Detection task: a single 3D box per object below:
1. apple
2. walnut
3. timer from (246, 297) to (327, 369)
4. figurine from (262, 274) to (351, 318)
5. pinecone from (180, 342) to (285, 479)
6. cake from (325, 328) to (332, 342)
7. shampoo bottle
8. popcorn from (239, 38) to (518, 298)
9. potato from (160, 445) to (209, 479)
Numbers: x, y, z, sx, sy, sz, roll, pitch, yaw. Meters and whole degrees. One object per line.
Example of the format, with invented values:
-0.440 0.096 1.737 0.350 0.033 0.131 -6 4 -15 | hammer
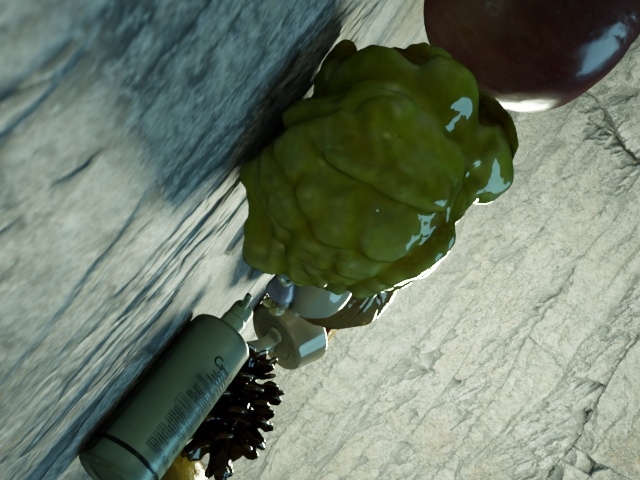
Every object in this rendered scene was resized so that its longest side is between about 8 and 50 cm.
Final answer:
0.267 -0.303 0.902 0.305 0.235 0.306 -56 180 0 | apple
0.031 0.050 1.326 0.228 0.228 0.228 -55 177 -5 | walnut
-0.138 0.233 1.531 0.266 0.175 0.175 -30 163 -32 | timer
0.000 0.000 1.101 0.155 0.127 0.235 -5 131 -26 | figurine
-0.154 0.271 1.175 0.185 0.169 0.212 71 33 -62 | pinecone
-0.027 0.206 2.127 0.196 0.199 0.293 -53 176 13 | cake
-0.158 0.167 0.850 0.262 0.085 0.085 -53 176 -37 | shampoo bottle
0.041 -0.059 0.646 0.255 0.195 0.256 -46 177 9 | popcorn
-0.276 0.441 1.334 0.178 0.203 0.158 -25 -140 40 | potato
